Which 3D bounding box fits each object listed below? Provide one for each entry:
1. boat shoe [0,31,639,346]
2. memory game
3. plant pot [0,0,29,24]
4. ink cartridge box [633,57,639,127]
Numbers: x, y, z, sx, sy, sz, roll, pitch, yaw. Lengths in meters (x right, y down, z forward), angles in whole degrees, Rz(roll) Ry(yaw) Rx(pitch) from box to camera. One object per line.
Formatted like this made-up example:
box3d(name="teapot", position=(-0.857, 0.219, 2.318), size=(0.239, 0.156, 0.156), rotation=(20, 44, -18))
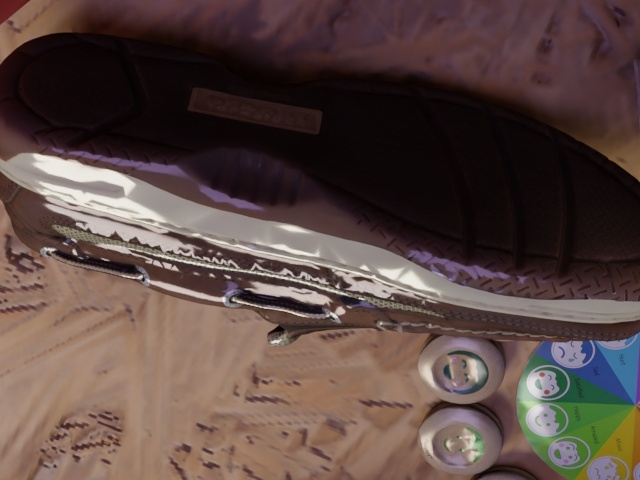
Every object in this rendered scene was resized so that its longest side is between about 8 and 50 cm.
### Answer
box3d(name="boat shoe", position=(0.002, -0.006, 0.647), size=(0.258, 0.095, 0.095), rotation=(17, 136, 5))
box3d(name="memory game", position=(0.130, 0.072, 0.711), size=(0.186, 0.012, 0.186), rotation=(4, 121, 6))
box3d(name="plant pot", position=(-0.209, -0.125, 0.507), size=(0.275, 0.243, 0.275), rotation=(4, 122, 6))
box3d(name="ink cartridge box", position=(0.214, -0.025, 0.560), size=(0.203, 0.148, 0.086), rotation=(-15, 119, 17))
